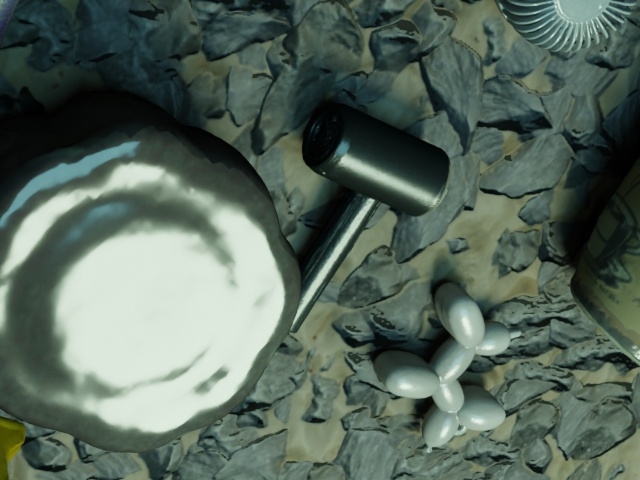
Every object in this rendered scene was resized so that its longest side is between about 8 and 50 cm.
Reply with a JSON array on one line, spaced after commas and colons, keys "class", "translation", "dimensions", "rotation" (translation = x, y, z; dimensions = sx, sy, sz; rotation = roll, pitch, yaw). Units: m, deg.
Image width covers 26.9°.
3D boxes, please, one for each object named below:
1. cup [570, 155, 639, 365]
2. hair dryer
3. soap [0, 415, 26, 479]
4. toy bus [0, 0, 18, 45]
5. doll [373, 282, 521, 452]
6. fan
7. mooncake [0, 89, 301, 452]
[{"class": "cup", "translation": [0.397, 0.001, 1.360], "dimensions": [0.257, 0.227, 0.301], "rotation": [-47, 156, 18]}, {"class": "hair dryer", "translation": [0.000, 0.000, 1.230], "dimensions": [0.128, 0.070, 0.255], "rotation": [24, 107, -33]}, {"class": "soap", "translation": [-0.398, 0.236, 1.065], "dimensions": [0.204, 0.096, 0.324], "rotation": [23, 128, -30]}, {"class": "toy bus", "translation": [-0.262, -0.194, 1.001], "dimensions": [0.077, 0.065, 0.192], "rotation": [13, 110, -42]}, {"class": "doll", "translation": [0.135, 0.139, 1.366], "dimensions": [0.160, 0.059, 0.161], "rotation": [37, 95, -34]}, {"class": "fan", "translation": [0.176, -0.255, 1.179], "dimensions": [0.244, 0.074, 0.130], "rotation": [23, 115, -28]}, {"class": "mooncake", "translation": [-0.171, 0.023, 1.100], "dimensions": [0.306, 0.154, 0.306], "rotation": [-11, 118, -21]}]
